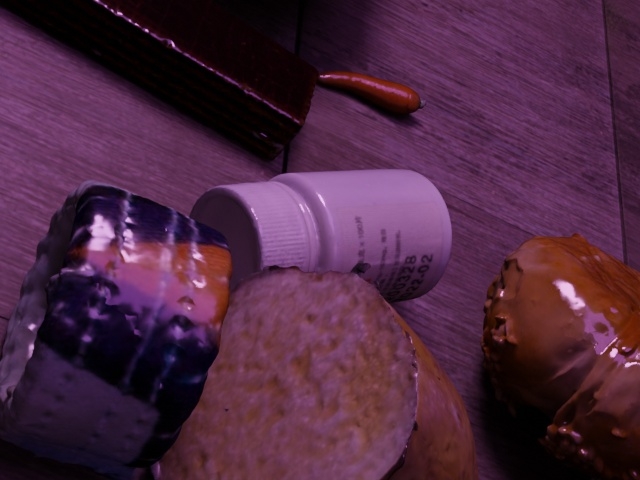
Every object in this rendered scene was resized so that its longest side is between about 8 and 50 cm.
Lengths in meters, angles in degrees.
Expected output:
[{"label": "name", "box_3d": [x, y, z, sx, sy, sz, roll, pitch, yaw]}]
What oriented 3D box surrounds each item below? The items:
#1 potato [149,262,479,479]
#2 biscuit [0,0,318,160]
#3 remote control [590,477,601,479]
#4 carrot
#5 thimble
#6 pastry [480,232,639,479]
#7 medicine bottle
[{"label": "potato", "box_3d": [0.029, 0.197, 1.362, 0.237, 0.301, 0.289, 39, 55, -41]}, {"label": "biscuit", "box_3d": [-0.182, -0.226, 1.642, 0.388, 0.073, 0.107, 30, 42, -15]}, {"label": "remote control", "box_3d": [0.378, 0.361, 1.623, 0.293, 0.051, 0.103, 47, 29, 2]}, {"label": "carrot", "box_3d": [0.060, -0.176, 1.822, 0.142, 0.035, 0.035, 15, 49, -19]}, {"label": "thimble", "box_3d": [-0.178, 0.078, 1.302, 0.150, 0.237, 0.237, 22, 46, -17]}, {"label": "pastry", "box_3d": [0.298, 0.143, 1.626, 0.315, 0.184, 0.284, 39, 20, 8]}, {"label": "medicine bottle", "box_3d": [0.000, 0.000, 1.550, 0.252, 0.144, 0.144, -2, 59, -42]}]
